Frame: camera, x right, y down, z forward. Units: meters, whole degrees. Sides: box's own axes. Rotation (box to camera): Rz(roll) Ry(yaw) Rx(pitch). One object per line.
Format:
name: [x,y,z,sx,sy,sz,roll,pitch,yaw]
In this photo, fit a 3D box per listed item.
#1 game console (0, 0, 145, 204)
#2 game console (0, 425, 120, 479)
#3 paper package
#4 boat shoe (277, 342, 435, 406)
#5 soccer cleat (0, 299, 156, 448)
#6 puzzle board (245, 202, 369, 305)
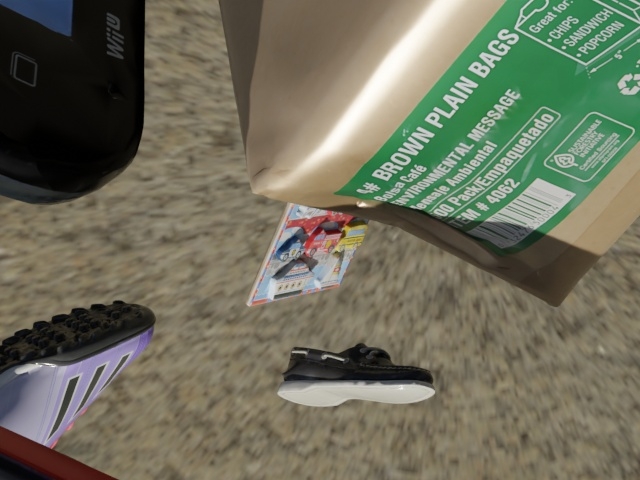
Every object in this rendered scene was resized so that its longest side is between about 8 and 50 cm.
game console: [-0.082,-0.141,0.529,0.213,0.361,0.044,16,131,-19]
game console: [-0.140,0.257,0.800,0.342,0.060,0.387,24,114,-3]
paper package: [0.101,-0.194,0.820,0.168,0.309,0.325,21,126,-27]
boat shoe: [0.024,0.085,1.249,0.046,0.125,0.038,25,68,-39]
soccer cleat: [-0.280,0.163,1.773,0.318,0.108,0.116,-31,111,-27]
puzzle board: [0.000,0.000,1.410,0.011,0.128,0.096,32,110,26]
